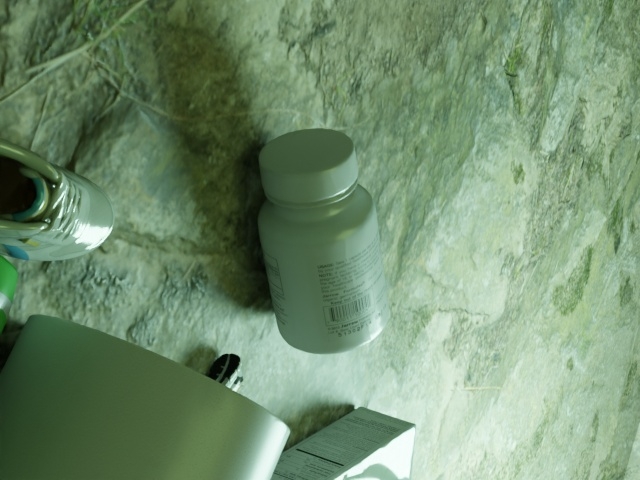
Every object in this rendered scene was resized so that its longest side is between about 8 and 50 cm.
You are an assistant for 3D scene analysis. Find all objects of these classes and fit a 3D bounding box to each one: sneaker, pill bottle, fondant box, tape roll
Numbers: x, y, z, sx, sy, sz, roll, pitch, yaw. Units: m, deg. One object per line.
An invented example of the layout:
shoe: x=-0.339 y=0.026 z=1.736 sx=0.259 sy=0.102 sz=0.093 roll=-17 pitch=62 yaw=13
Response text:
sneaker: x=-0.114 y=0.173 z=1.226 sx=0.109 sy=0.040 sz=0.043 roll=-51 pitch=142 yaw=-35
pill bottle: x=0.000 y=0.000 z=1.254 sx=0.131 sy=0.131 sz=0.229 roll=-44 pitch=136 yaw=-42
fondant box: x=-0.007 y=0.376 z=1.423 sx=0.330 sy=0.096 sz=0.238 roll=-19 pitch=118 yaw=-53
tape roll: x=-0.168 y=0.188 z=0.949 sx=0.246 sy=0.246 sz=0.169 roll=48 pitch=61 yaw=-54
sneaker: x=-0.234 y=-0.028 z=0.906 sx=0.229 sy=0.092 sz=0.087 roll=20 pitch=83 yaw=-60

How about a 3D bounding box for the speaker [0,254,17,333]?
speaker: x=-0.326 y=0.128 z=0.789 sx=0.131 sy=0.131 sz=0.296 roll=48 pitch=61 yaw=-54
